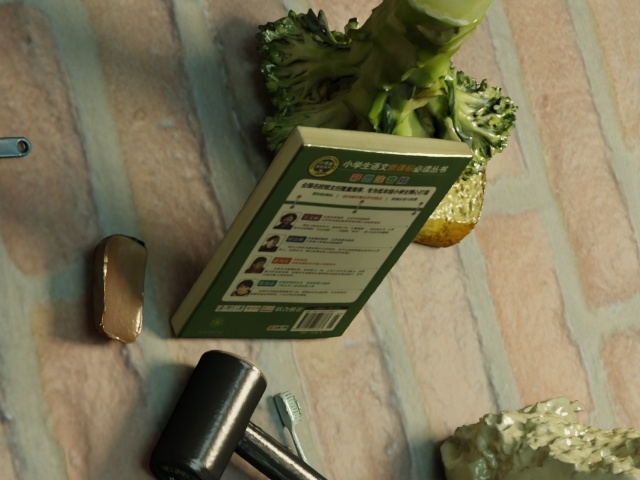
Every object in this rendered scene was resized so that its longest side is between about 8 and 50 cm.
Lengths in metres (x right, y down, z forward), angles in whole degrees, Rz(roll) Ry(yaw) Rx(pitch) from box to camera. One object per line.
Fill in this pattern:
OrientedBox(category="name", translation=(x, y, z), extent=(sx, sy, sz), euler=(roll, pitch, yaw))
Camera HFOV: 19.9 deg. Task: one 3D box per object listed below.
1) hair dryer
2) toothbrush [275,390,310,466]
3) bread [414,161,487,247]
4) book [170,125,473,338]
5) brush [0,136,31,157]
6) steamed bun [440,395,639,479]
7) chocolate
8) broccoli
OrientedBox(category="hair dryer", translation=(-0.040, 0.227, 1.722), extent=(0.255, 0.070, 0.128), euler=(41, 57, -19))
OrientedBox(category="toothbrush", translation=(0.000, 0.251, 1.785), extent=(0.019, 0.016, 0.219), euler=(-18, 87, -48))
OrientedBox(category="bread", translation=(0.123, -0.083, 1.952), extent=(0.103, 0.065, 0.187), euler=(20, 63, -25))
OrientedBox(category="book", translation=(0.000, 0.000, 1.714), extent=(0.202, 0.264, 0.027), euler=(3, 46, -36))
OrientedBox(category="brush", translation=(-0.331, -0.081, 1.632), extent=(0.164, 0.014, 0.051), euler=(-6, 82, -39))
OrientedBox(category="steamed bun", translation=(0.303, 0.275, 1.851), extent=(0.290, 0.272, 0.273), euler=(2, 76, -33))
OrientedBox(category="chocolate", translation=(-0.190, 0.046, 1.690), extent=(0.064, 0.031, 0.100), euler=(17, 70, -52))
OrientedBox(category="broccoli", translation=(0.095, -0.152, 1.749), extent=(0.221, 0.361, 0.252), euler=(-44, 103, -22))
